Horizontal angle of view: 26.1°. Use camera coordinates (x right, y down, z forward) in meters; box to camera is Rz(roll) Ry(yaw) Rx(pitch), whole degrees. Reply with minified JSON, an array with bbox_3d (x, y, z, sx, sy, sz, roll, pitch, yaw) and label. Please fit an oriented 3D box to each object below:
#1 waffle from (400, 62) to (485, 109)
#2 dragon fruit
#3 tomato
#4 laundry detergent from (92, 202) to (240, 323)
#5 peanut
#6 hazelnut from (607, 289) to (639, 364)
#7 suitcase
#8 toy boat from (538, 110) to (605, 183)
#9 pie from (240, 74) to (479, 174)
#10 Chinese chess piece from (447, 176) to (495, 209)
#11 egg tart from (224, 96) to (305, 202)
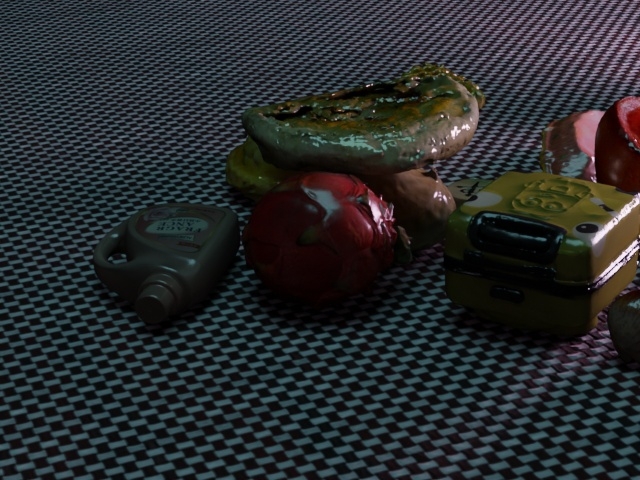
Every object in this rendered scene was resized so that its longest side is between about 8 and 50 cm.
[{"bbox_3d":[0.216,-0.269,2.401,0.160,0.046,0.192,2,24,14],"label":"waffle"},{"bbox_3d":[0.000,0.000,1.660,0.209,0.172,0.172,-8,22,12],"label":"dragon fruit"},{"bbox_3d":[0.451,-0.078,1.835,0.233,0.139,0.200,33,34,-5],"label":"tomato"},{"bbox_3d":[-0.207,0.030,1.717,0.171,0.076,0.237,4,26,15],"label":"laundry detergent"},{"bbox_3d":[0.065,-0.044,1.795,0.224,0.129,0.129,-5,24,-3],"label":"peanut"},{"bbox_3d":[0.354,0.098,1.520,0.086,0.086,0.086,-2,24,1],"label":"hazelnut"},{"bbox_3d":[0.266,0.015,1.627,0.193,0.143,0.235,13,27,30],"label":"suitcase"},{"bbox_3d":[0.377,-0.117,1.992,0.141,0.099,0.318,29,29,2],"label":"toy boat"},{"bbox_3d":[0.051,-0.156,1.810,0.339,0.077,0.339,-5,16,1],"label":"pie"},{"bbox_3d":[0.215,-0.059,1.933,0.084,0.034,0.084,-2,24,1],"label":"Chinese chess piece"},{"bbox_3d":[-0.006,-0.128,2.020,0.288,0.118,0.288,1,27,-1],"label":"egg tart"}]
